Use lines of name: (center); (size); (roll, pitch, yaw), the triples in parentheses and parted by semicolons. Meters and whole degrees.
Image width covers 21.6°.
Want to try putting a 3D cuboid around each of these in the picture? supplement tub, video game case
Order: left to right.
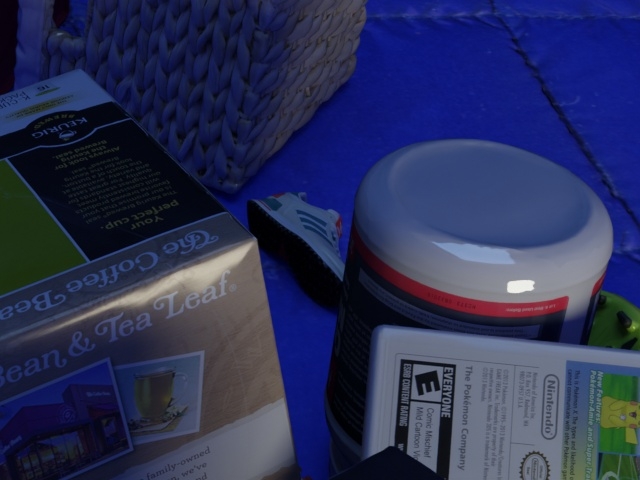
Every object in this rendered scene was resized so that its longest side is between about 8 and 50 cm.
supplement tub: (0.105, 0.078, 1.275); (0.191, 0.272, 0.191); (6, 32, -4)
video game case: (0.169, 0.232, 1.107); (0.300, 0.036, 0.329); (6, 75, -3)

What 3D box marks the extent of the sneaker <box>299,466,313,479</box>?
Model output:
sneaker: (-0.037, 0.212, 1.224); (0.225, 0.088, 0.093); (21, 39, 19)

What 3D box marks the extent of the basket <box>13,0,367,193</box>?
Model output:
basket: (-0.110, -0.275, 1.707); (0.266, 0.328, 0.331); (23, 37, 14)

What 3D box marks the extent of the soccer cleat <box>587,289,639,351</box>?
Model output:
soccer cleat: (0.295, 0.139, 1.346); (0.121, 0.093, 0.289); (19, 17, -41)

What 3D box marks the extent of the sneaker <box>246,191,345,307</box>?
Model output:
sneaker: (0.000, 0.000, 1.560); (0.075, 0.057, 0.161); (-21, 41, -27)

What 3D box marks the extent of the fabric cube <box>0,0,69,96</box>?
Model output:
fabric cube: (-0.420, -0.317, 1.761); (0.258, 0.254, 0.259); (14, 34, 6)

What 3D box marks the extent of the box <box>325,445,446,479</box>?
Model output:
box: (-0.025, 0.305, 0.866); (0.182, 0.296, 0.294); (33, 30, 28)

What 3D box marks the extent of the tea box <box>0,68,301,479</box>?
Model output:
tea box: (-0.238, 0.074, 1.184); (0.329, 0.220, 0.323); (-22, 34, -19)
